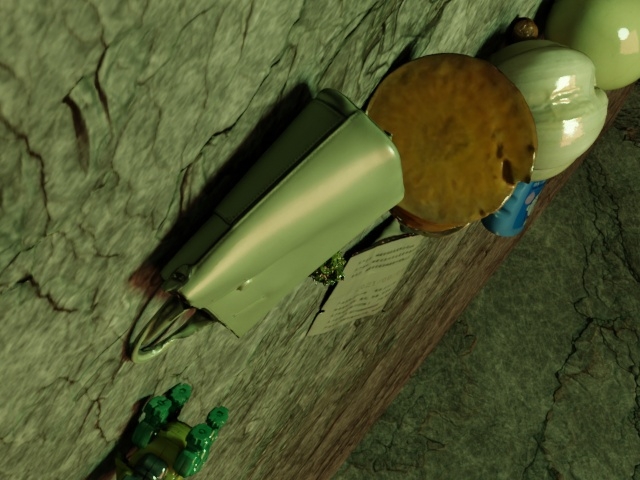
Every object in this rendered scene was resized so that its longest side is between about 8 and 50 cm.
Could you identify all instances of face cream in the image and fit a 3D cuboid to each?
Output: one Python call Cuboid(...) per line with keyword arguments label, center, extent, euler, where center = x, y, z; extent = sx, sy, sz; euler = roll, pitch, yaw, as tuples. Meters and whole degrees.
Cuboid(label="face cream", center=(0.370, -0.136, 1.725), extent=(0.149, 0.083, 0.264), euler=(-43, 157, -51))

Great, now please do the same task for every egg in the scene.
Cuboid(label="egg", center=(0.453, -0.336, 1.555), extent=(0.186, 0.186, 0.241), euler=(-57, 164, 12))

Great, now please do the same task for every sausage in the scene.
Cuboid(label="sausage", center=(0.319, -0.301, 1.486), extent=(0.177, 0.047, 0.040), euler=(17, 71, -73))

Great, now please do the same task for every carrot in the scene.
Cuboid(label="carrot", center=(0.151, -0.101, 1.164), extent=(0.196, 0.196, 0.254), euler=(-54, 173, 0))

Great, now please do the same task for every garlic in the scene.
Cuboid(label="garlic", center=(0.325, -0.178, 1.428), extent=(0.203, 0.185, 0.281), euler=(-14, 146, -9))

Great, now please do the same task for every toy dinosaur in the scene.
Cuboid(label="toy dinosaur", center=(-0.165, 0.236, 1.113), extent=(0.153, 0.094, 0.259), euler=(-59, 173, 19))

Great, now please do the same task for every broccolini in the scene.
Cuboid(label="broccolini", center=(0.000, 0.000, 1.170), extent=(0.051, 0.054, 0.239), euler=(-37, 160, -9))

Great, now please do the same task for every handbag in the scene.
Cuboid(label="handbag", center=(-0.053, 0.016, 0.926), extent=(0.315, 0.109, 0.241), euler=(-49, 165, -6))

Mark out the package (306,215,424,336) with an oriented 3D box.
Cuboid(label="package", center=(0.094, 0.047, 1.555), extent=(0.251, 0.062, 0.204), euler=(-33, 154, -46))
